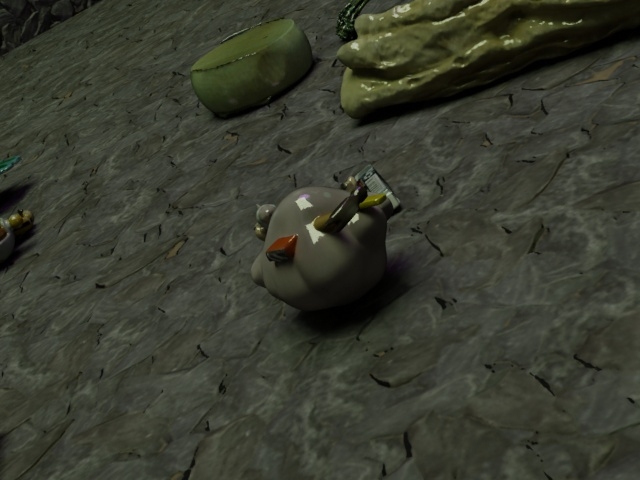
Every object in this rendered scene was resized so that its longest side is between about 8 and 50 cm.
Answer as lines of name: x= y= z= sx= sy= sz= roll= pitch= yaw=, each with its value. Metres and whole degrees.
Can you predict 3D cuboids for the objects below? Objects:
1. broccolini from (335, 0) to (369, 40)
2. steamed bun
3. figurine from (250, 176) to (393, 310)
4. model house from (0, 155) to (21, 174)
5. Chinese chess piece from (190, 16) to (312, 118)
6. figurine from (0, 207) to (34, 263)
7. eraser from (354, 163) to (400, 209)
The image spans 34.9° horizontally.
broccolini: x=0.092 y=-0.372 z=1.571 sx=0.194 sy=0.052 sz=0.054 roll=-37 pitch=30 yaw=-17
steamed bun: x=0.213 y=-0.314 z=1.194 sx=0.428 sy=0.189 sz=0.247 roll=-15 pitch=21 yaw=28
figurine: x=0.000 y=0.000 z=0.910 sx=0.137 sy=0.112 sz=0.229 roll=-21 pitch=12 yaw=-2
model house: x=-0.684 y=-0.106 z=1.667 sx=0.357 sy=0.242 sz=0.313 roll=-20 pitch=24 yaw=21
Chinese chess piece: x=-0.104 y=-0.262 z=1.537 sx=0.188 sy=0.083 sz=0.188 roll=-23 pitch=23 yaw=10
figurine: x=-0.460 y=-0.005 z=1.445 sx=0.101 sy=0.068 sz=0.143 roll=-26 pitch=13 yaw=-3
eraser: x=0.057 y=-0.051 z=1.040 sx=0.027 sy=0.019 sz=0.099 roll=-42 pitch=24 yaw=7
